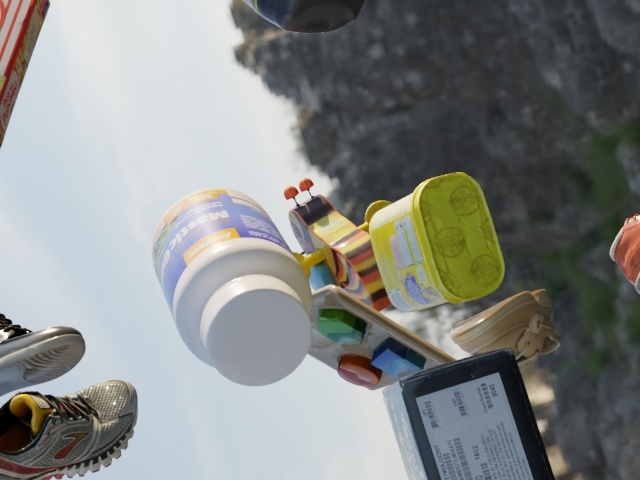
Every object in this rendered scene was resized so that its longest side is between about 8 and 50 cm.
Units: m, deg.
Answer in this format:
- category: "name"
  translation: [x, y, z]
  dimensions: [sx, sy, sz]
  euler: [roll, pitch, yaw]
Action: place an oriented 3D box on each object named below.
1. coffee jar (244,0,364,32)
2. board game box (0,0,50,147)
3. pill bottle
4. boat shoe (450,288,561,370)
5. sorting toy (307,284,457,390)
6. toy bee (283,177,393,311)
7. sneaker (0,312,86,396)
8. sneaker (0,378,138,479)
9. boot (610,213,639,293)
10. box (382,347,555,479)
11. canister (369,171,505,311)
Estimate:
- category: "coffee jar"
  translation: [-0.049, -0.230, 1.140]
  dimensions: [0.184, 0.079, 0.096]
  euler: [38, -151, 32]
- category: "board game box"
  translation: [-0.356, -0.178, 1.403]
  dimensions: [0.045, 0.147, 0.193]
  euler: [88, -171, -55]
- category: "pill bottle"
  translation: [-0.095, 0.052, 1.612]
  dimensions: [0.272, 0.152, 0.152]
  euler: [-126, 16, -65]
- category: "boat shoe"
  translation: [0.273, 0.134, 2.058]
  dimensions: [0.098, 0.109, 0.302]
  euler: [65, -158, 8]
- category: "sorting toy"
  translation: [0.003, 0.118, 1.944]
  dimensions: [0.307, 0.229, 0.041]
  euler: [32, -117, -22]
- category: "toy bee"
  translation: [0.000, 0.000, 2.091]
  dimensions: [0.195, 0.298, 0.162]
  euler: [-41, -61, -36]
- category: "sneaker"
  translation: [-0.371, 0.112, 1.716]
  dimensions: [0.083, 0.222, 0.118]
  euler: [28, -132, -52]
- category: "sneaker"
  translation: [-0.269, 0.192, 1.472]
  dimensions: [0.225, 0.088, 0.092]
  euler: [-28, -44, -46]
- category: "boot"
  translation: [0.391, -0.018, 1.707]
  dimensions: [0.084, 0.059, 0.158]
  euler: [53, 130, 42]
- category: "box"
  translation: [0.152, 0.285, 1.132]
  dimensions: [0.318, 0.097, 0.395]
  euler: [70, -178, -84]
- category: "canister"
  translation: [0.114, 0.007, 1.503]
  dimensions: [0.170, 0.073, 0.126]
  euler: [153, 101, -72]
